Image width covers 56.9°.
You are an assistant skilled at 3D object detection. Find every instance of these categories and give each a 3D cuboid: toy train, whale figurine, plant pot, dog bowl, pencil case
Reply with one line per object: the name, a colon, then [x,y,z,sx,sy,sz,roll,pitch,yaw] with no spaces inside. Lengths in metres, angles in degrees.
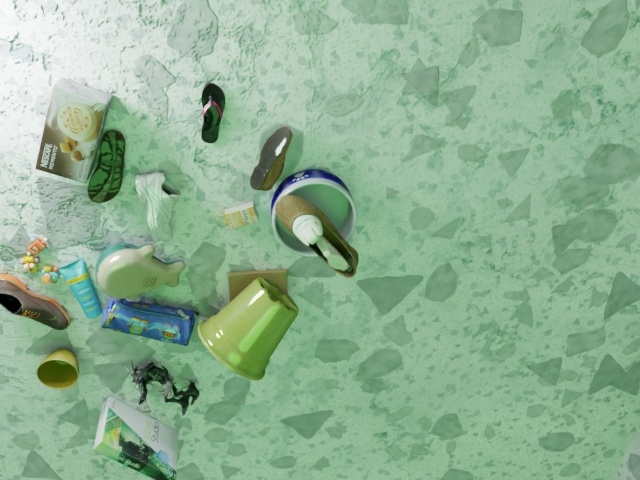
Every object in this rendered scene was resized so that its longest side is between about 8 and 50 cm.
toy train: [-0.868,0.072,1.849,0.125,0.046,0.166,-31,120,10]
whale figurine: [-0.574,0.088,1.873,0.272,0.141,0.216,2,124,-38]
plant pot: [-0.891,0.429,2.028,0.134,0.095,0.134,-3,121,-6]
plant pot: [-0.215,0.268,1.936,0.276,0.276,0.254,36,98,-25]
dog bowl: [-0.023,-0.085,1.848,0.265,0.104,0.265,-4,121,-7]
pencil case: [-0.564,0.263,1.963,0.306,0.119,0.133,15,134,-17]

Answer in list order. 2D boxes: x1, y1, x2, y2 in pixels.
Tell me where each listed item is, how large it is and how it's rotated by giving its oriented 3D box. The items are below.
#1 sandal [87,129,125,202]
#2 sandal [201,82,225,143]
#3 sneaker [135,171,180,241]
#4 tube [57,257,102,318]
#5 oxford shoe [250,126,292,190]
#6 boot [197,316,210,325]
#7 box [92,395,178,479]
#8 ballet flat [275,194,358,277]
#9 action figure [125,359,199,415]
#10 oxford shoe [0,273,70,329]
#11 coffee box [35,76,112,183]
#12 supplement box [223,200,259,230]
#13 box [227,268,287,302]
sandal: [-0.617,-0.215,1.714,0.090,0.060,0.219,8,105,-20]
sandal: [-0.308,-0.357,1.680,0.067,0.040,0.179,4,120,-11]
sneaker: [-0.473,-0.101,1.783,0.115,0.090,0.232,-14,123,-4]
tube: [-0.771,0.157,1.915,0.080,0.052,0.207,-28,122,-25]
oxford shoe: [-0.135,-0.243,1.770,0.076,0.076,0.212,7,122,-47]
boot: [-0.370,0.342,2.069,0.190,0.069,0.086,36,107,-27]
box: [-0.667,0.732,2.163,0.322,0.232,0.058,38,104,-26]
ballet flat: [0.000,0.000,1.767,0.116,0.124,0.342,-37,119,13]
action figure: [-0.577,0.532,2.114,0.275,0.141,0.164,32,123,-25]
oxford shoe: [-0.935,0.223,1.897,0.097,0.098,0.271,-43,117,16]
coffee box: [-0.679,-0.300,1.624,0.141,0.098,0.246,18,116,-18]
supplement box: [-0.250,-0.077,1.857,0.098,0.036,0.062,-17,122,1]
box: [-0.212,0.173,2.021,0.201,0.021,0.164,-3,121,-6]
